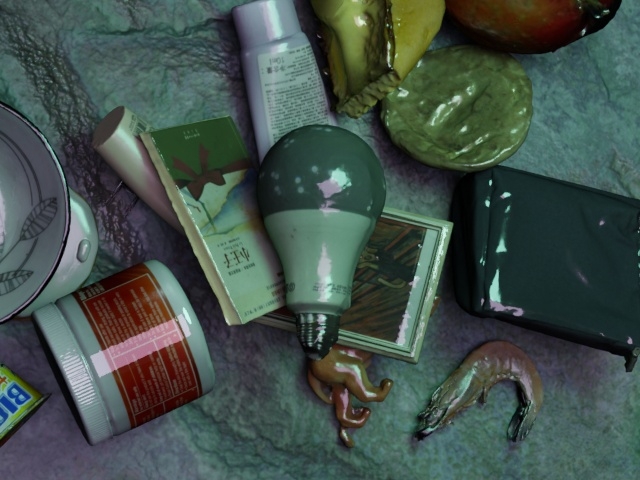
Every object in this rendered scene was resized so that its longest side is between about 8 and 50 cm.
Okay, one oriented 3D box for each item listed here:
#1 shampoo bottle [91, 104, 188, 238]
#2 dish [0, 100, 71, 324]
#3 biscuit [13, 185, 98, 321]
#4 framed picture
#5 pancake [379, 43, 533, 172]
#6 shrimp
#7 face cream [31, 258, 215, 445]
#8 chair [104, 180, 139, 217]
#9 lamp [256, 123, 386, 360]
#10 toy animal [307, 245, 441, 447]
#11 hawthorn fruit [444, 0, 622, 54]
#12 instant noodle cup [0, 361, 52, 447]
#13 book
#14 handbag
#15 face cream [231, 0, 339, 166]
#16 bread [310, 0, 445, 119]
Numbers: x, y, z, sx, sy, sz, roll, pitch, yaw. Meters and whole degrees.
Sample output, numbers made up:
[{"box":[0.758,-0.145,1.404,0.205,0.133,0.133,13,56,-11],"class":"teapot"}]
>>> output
[{"box":[-0.205,-0.078,1.837,0.078,0.127,0.257,-34,121,24],"class":"shampoo bottle"},{"box":[-0.483,-0.037,1.705,0.317,0.106,0.316,-2,95,-20],"class":"dish"},{"box":[-0.398,0.008,1.819,0.181,0.049,0.208,22,80,-13],"class":"biscuit"},{"box":[0.034,0.042,1.901,0.273,0.016,0.216,13,81,9],"class":"framed picture"},{"box":[0.204,-0.199,1.956,0.242,0.050,0.241,-3,60,6],"class":"pancake"},{"box":[0.243,0.254,1.996,0.219,0.046,0.152,-38,95,-15],"class":"shrimp"},{"box":[-0.262,0.148,1.771,0.187,0.201,0.201,-24,94,-16],"class":"face cream"},{"box":[-0.267,-0.076,1.866,0.042,0.037,0.086,28,84,-1],"class":"chair"},{"box":[-0.003,-0.012,1.792,0.182,0.182,0.313,13,59,-15],"class":"lamp"},{"box":[0.061,0.132,1.934,0.158,0.097,0.312,31,81,0],"class":"toy animal"},{"box":[0.301,-0.410,1.931,0.316,0.316,0.315,1,87,-16],"class":"hawthorn fruit"},{"box":[-0.476,0.222,1.713,0.153,0.205,0.205,44,76,-2],"class":"instant noodle cup"},{"box":[-0.125,-0.034,1.816,0.201,0.026,0.289,-21,84,-59],"class":"book"},{"box":[0.335,0.049,1.967,0.302,0.178,0.275,14,68,-17],"class":"handbag"},{"box":[-0.049,-0.217,1.917,0.154,0.096,0.273,-21,101,-31],"class":"face cream"},{"box":[0.086,-0.320,1.883,0.163,0.204,0.262,-3,74,-26],"class":"bread"}]
